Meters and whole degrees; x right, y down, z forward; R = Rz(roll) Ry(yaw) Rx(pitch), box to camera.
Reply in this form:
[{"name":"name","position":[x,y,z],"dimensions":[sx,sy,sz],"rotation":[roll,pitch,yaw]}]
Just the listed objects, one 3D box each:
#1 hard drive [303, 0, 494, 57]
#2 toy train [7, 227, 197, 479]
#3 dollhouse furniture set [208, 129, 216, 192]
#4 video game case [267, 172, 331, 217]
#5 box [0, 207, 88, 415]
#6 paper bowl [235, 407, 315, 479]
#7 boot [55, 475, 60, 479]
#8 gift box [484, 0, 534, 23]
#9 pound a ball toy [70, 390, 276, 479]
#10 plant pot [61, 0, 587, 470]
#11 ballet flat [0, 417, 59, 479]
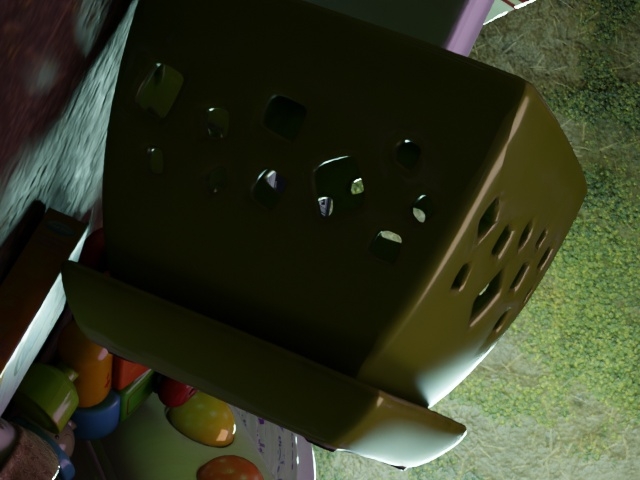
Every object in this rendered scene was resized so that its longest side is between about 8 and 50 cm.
[{"name":"hard drive","position":[0.063,-0.265,1.018],"dimensions":[0.040,0.203,0.307],"rotation":[14,104,-55]},{"name":"toy train","position":[-0.149,0.066,1.029],"dimensions":[0.143,0.105,0.248],"rotation":[-46,167,-27]},{"name":"dollhouse furniture set","position":[-0.066,-0.025,1.291],"dimensions":[0.242,0.161,0.212],"rotation":[118,-3,-68]},{"name":"video game case","position":[-0.067,0.022,1.665],"dimensions":[0.275,0.035,0.248],"rotation":[31,65,-64]},{"name":"box","position":[-0.164,0.045,0.848],"dimensions":[0.081,0.028,0.136],"rotation":[116,-4,-45]},{"name":"paper bowl","position":[-0.112,0.230,1.438],"dimensions":[0.284,0.148,0.284],"rotation":[-31,-129,48]},{"name":"boot","position":[-0.214,0.215,0.890],"dimensions":[0.208,0.076,0.189],"rotation":[-64,-179,5]},{"name":"gift box","position":[0.138,-0.382,1.601],"dimensions":[0.276,0.258,0.255],"rotation":[-22,-139,59]},{"name":"pound a ball toy","position":[-0.133,0.178,1.159],"dimensions":[0.135,0.208,0.319],"rotation":[-63,-147,19]},{"name":"plant pot","position":[0.000,0.000,0.881],"dimensions":[0.207,0.227,0.228],"rotation":[-68,159,-4]},{"name":"ballet flat","position":[-0.172,0.113,0.718],"dimensions":[0.206,0.073,0.067],"rotation":[-74,152,-75]}]
